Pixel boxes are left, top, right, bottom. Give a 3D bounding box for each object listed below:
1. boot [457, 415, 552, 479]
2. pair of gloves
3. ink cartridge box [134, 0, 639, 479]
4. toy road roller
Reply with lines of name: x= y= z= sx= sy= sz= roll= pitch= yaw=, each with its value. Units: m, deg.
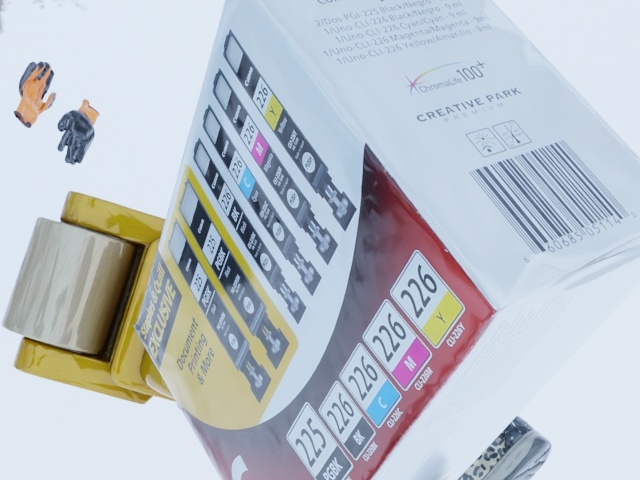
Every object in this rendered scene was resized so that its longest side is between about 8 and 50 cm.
boot: x=0.117 y=0.246 z=1.117 sx=0.236 sy=0.178 sz=0.085 roll=-43 pitch=-31 yaw=3
pair of gloves: x=-0.220 y=-0.106 z=0.829 sx=0.010 sy=0.074 sz=0.083 roll=-19 pitch=-48 yaw=27
ink cartridge box: x=0.000 y=0.000 z=0.563 sx=0.130 sy=0.272 sz=0.309 roll=-19 pitch=-29 yaw=-32
toy road roller: x=-0.163 y=0.081 z=1.063 sx=0.330 sy=0.240 sz=0.202 roll=18 pitch=-95 yaw=-12
